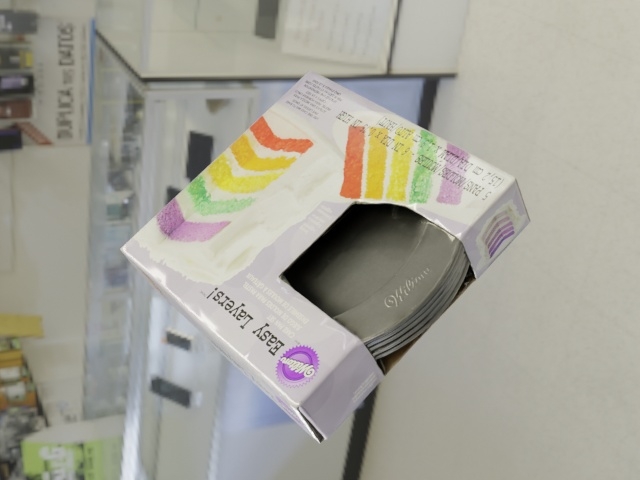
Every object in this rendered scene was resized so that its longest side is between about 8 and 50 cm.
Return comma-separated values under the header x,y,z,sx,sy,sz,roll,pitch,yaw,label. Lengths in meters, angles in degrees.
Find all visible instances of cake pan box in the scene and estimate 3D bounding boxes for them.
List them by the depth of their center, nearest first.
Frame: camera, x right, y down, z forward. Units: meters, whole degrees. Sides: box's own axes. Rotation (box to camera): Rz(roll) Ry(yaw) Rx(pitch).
x,y,z,sx,sy,sz,roll,pitch,yaw,label
0.000,0.000,0.786,0.267,0.246,0.070,37,167,40,cake pan box
